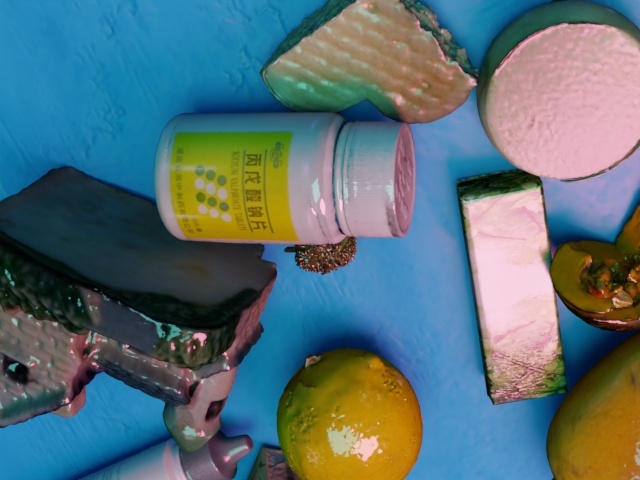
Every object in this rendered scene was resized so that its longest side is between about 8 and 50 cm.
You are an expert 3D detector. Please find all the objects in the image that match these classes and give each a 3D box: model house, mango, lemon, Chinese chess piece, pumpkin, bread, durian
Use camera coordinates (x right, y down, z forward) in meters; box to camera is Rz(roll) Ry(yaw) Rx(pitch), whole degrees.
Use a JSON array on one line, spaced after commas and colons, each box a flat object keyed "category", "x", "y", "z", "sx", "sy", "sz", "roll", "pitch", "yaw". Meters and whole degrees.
[{"category": "model house", "x": -0.234, "y": 0.110, "z": 1.146, "sx": 0.298, "sy": 0.243, "sz": 0.284, "roll": 24, "pitch": 120, "yaw": 7}, {"category": "mango", "x": 0.411, "y": 0.219, "z": 1.146, "sx": 0.253, "sy": 0.182, "sz": 0.365, "roll": 28, "pitch": 120, "yaw": -12}, {"category": "lemon", "x": 0.035, "y": 0.223, "z": 1.203, "sx": 0.173, "sy": 0.173, "sz": 0.206, "roll": -5, "pitch": 122, "yaw": 8}, {"category": "Chinese chess piece", "x": 0.258, "y": -0.156, "z": 1.058, "sx": 0.188, "sy": 0.083, "sz": 0.188, "roll": 2, "pitch": 118, "yaw": 3}, {"category": "pumpkin", "x": 0.348, "y": 0.036, "z": 1.113, "sx": 0.183, "sy": 0.119, "sz": 0.108, "roll": -27, "pitch": 142, "yaw": 1}, {"category": "bread", "x": 0.050, "y": -0.206, "z": 1.057, "sx": 0.232, "sy": 0.064, "sz": 0.172, "roll": 3, "pitch": 126, "yaw": 6}, {"category": "durian", "x": 0.000, "y": 0.000, "z": 1.157, "sx": 0.091, "sy": 0.080, "sz": 0.080, "roll": -10, "pitch": 113, "yaw": 13}]

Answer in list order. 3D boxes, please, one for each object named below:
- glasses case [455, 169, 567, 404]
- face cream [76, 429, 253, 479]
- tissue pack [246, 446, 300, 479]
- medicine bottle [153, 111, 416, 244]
[{"category": "glasses case", "x": 0.221, "y": 0.056, "z": 1.167, "sx": 0.095, "sy": 0.062, "sz": 0.272, "roll": -10, "pitch": 114, "yaw": 4}, {"category": "face cream", "x": -0.223, "y": 0.318, "z": 1.317, "sx": 0.311, "sy": 0.092, "sz": 0.092, "roll": -27, "pitch": 109, "yaw": 17}, {"category": "tissue pack", "x": -0.072, "y": 0.403, "z": 1.289, "sx": 0.090, "sy": 0.186, "sz": 0.222, "roll": 17, "pitch": 115, "yaw": -16}, {"category": "medicine bottle", "x": -0.035, "y": -0.066, "z": 1.074, "sx": 0.258, "sy": 0.143, "sz": 0.143, "roll": 1, "pitch": 115, "yaw": 14}]
